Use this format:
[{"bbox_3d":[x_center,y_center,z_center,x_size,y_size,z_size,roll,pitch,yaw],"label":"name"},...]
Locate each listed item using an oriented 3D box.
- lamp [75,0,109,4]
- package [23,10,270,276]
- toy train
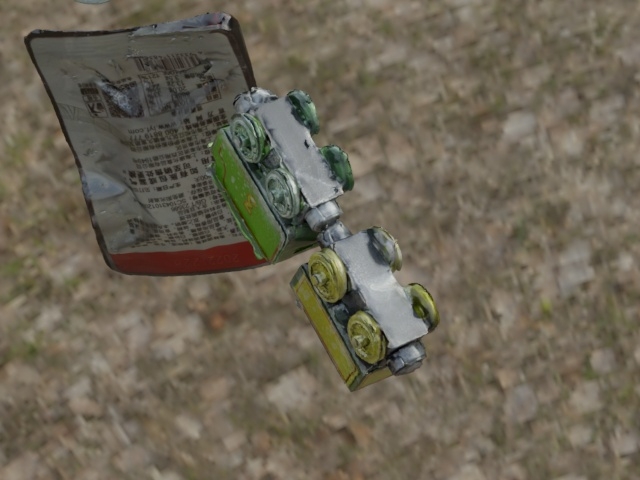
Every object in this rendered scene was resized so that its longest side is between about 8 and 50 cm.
[{"bbox_3d":[-0.085,-0.201,1.031,0.198,0.050,0.056,-34,14,22],"label":"lamp"},{"bbox_3d":[-0.110,-0.062,1.268,0.154,0.239,0.030,-5,41,10],"label":"package"},{"bbox_3d":[0.000,0.000,1.065,0.060,0.081,0.202,-21,70,-28],"label":"toy train"}]
